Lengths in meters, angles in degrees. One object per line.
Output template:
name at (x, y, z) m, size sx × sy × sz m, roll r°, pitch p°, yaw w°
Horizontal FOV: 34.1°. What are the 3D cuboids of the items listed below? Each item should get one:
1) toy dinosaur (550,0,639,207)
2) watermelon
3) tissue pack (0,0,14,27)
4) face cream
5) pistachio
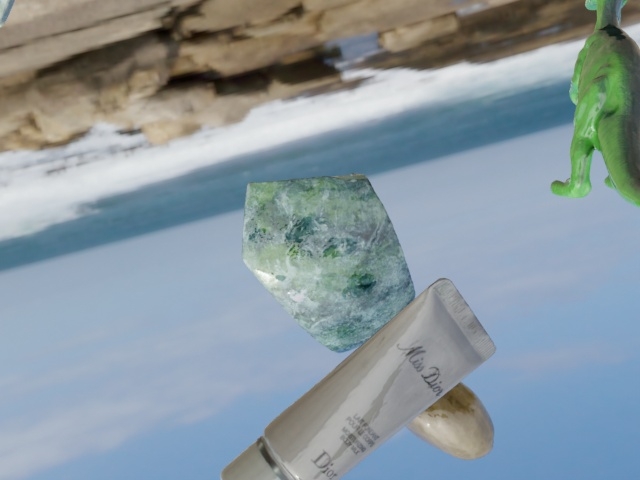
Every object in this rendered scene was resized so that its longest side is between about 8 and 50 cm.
toy dinosaur at (0.423, -0.226, 1.376) m, size 0.144 × 0.375 × 0.500 m, roll 8°, pitch -177°, yaw -2°
watermelon at (0.000, 0.000, 1.714) m, size 0.228 × 0.387 × 0.258 m, roll -33°, pitch -143°, yaw 1°
tissue pack at (-0.502, -0.427, 1.519) m, size 0.128 × 0.228 × 0.311 m, roll 21°, pitch 177°, yaw -27°
face cream at (0.037, 0.173, 1.087) m, size 0.314 × 0.143 × 0.089 m, roll -41°, pitch -142°, yaw -2°
pistachio at (0.195, 0.273, 1.600) m, size 0.126 × 0.185 × 0.108 m, roll -46°, pitch -166°, yaw 27°
